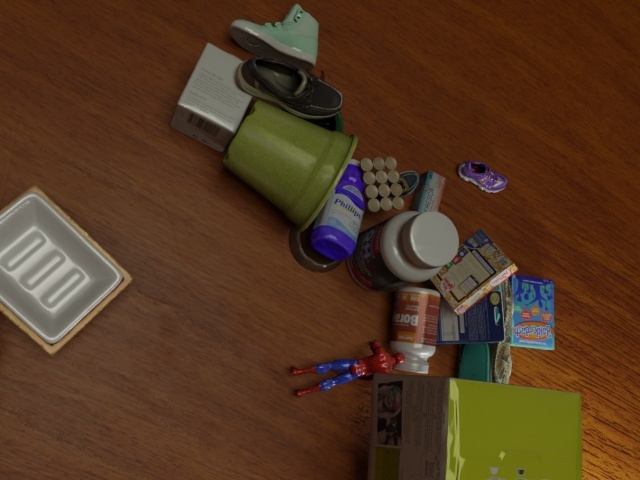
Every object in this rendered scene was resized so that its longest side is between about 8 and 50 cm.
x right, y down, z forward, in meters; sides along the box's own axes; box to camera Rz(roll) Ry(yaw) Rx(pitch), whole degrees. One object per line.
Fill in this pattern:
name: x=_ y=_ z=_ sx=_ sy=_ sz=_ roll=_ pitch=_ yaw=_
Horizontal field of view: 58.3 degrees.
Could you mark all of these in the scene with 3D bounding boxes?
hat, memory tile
hat: x=-0.015 y=-0.333 z=1.585 sx=0.208 sy=0.183 sz=0.173 roll=-43 pitch=101 yaw=15
memory tile: x=0.165 y=-0.150 z=1.530 sx=0.113 sy=0.012 sz=0.148 roll=-8 pitch=84 yaw=-23

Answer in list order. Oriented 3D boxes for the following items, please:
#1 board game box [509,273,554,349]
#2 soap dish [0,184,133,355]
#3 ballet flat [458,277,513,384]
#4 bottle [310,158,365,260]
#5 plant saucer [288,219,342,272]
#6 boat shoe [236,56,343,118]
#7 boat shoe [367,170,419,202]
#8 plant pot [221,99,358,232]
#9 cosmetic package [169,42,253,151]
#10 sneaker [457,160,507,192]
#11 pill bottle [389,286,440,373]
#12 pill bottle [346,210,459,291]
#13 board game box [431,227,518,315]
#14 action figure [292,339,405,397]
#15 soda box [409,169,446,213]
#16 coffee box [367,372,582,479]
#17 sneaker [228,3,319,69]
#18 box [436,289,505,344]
board game box: x=0.621 y=0.214 z=1.714 sx=0.160 sy=0.047 sz=0.210 roll=9 pitch=77 yaw=-20
soap dish: x=-0.589 y=0.063 z=1.222 sx=0.291 sy=0.118 sz=0.229 roll=46 pitch=67 yaw=-8
ballet flat: x=0.470 y=0.262 z=1.606 sx=0.182 sy=0.164 sz=0.483 roll=11 pitch=80 yaw=-42
bottle: x=0.057 y=-0.089 z=1.499 sx=0.118 sy=0.092 sz=0.283 roll=32 pitch=54 yaw=-22
plant saucer: x=0.000 y=0.000 z=1.519 sx=0.168 sy=0.029 sz=0.168 roll=5 pitch=77 yaw=-21
boat shoe: x=-0.059 y=-0.369 z=1.385 sx=0.285 sy=0.092 sz=0.103 roll=15 pitch=81 yaw=-28
boat shoe: x=0.221 y=-0.149 z=1.606 sx=0.183 sy=0.083 sz=0.065 roll=-31 pitch=92 yaw=-24
plant pot: x=-0.089 y=-0.200 z=1.397 sx=0.254 sy=0.276 sz=0.276 roll=30 pitch=70 yaw=-9
cosmetic package: x=-0.259 y=-0.348 z=1.417 sx=0.151 sy=0.151 sz=0.184 roll=27 pitch=71 yaw=-16
sneaker: x=0.497 y=-0.195 z=1.733 sx=0.170 sy=0.071 sz=0.068 roll=16 pitch=74 yaw=-19
pill bottle: x=0.248 y=0.236 z=1.518 sx=0.121 sy=0.121 sz=0.216 roll=11 pitch=78 yaw=-19
pill bottle: x=0.203 y=0.026 z=1.436 sx=0.176 sy=0.318 sz=0.176 roll=5 pitch=77 yaw=-20
board game box: x=0.397 y=0.082 z=1.521 sx=0.193 sy=0.147 sz=0.045 roll=-40 pitch=136 yaw=10
action figure: x=0.073 y=0.322 z=1.462 sx=0.280 sy=0.139 sz=0.091 roll=-12 pitch=87 yaw=-1
soda box: x=0.300 y=-0.104 z=1.643 sx=0.063 sy=0.058 sz=0.183 roll=23 pitch=71 yaw=-16
coffee box: x=0.325 y=0.480 z=1.255 sx=0.337 sy=0.334 sz=0.338 roll=11 pitch=75 yaw=-20
sneaker: x=-0.119 y=-0.574 z=1.548 sx=0.256 sy=0.094 sz=0.151 roll=13 pitch=80 yaw=-29
box: x=0.382 y=0.208 z=1.537 sx=0.036 sy=0.225 sz=0.136 roll=14 pitch=71 yaw=-54
